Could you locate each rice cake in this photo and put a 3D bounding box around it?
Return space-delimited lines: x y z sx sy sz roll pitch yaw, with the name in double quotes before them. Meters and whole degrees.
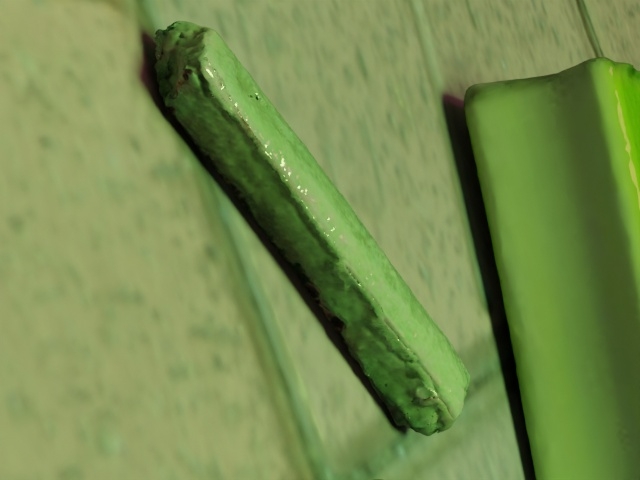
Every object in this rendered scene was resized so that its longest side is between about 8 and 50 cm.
"rice cake" 0.000 -0.001 0.658 0.207 0.033 0.033 54 34 -29

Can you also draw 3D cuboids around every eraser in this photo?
"eraser" 0.173 0.058 0.872 0.210 0.092 0.274 14 63 -58

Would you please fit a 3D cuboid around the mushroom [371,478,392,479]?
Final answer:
"mushroom" 0.041 0.211 0.554 0.096 0.099 0.278 54 26 -55
